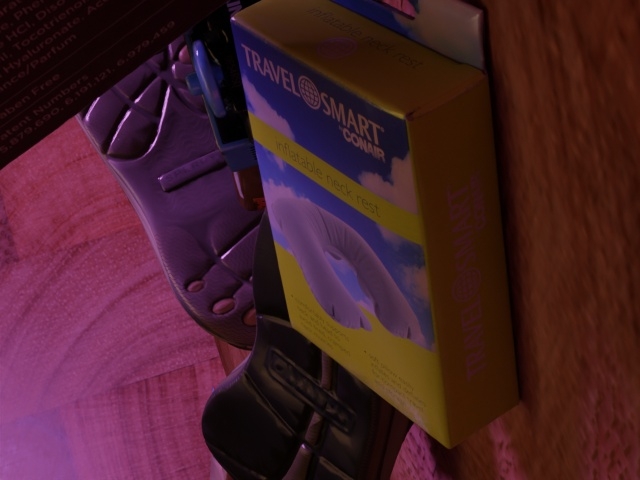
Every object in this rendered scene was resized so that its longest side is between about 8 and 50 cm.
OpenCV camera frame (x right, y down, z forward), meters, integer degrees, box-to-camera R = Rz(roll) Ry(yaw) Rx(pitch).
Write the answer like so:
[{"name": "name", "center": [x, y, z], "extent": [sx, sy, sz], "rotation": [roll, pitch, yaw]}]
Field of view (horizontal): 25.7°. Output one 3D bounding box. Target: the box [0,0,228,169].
[{"name": "box", "center": [-0.125, -0.160, 0.454], "extent": [0.168, 0.167, 0.203], "rotation": [53, 177, 25]}]

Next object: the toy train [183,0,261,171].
[{"name": "toy train", "center": [-0.048, -0.130, 0.765], "extent": [0.105, 0.080, 0.184], "rotation": [83, 169, -78]}]

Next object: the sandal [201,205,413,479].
[{"name": "sandal", "center": [0.015, 0.071, 0.741], "extent": [0.120, 0.086, 0.303], "rotation": [41, 141, 20]}]

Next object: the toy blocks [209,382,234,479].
[{"name": "toy blocks", "center": [-0.005, 0.279, 1.065], "extent": [0.261, 0.190, 0.381], "rotation": [97, 158, -43]}]

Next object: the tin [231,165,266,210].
[{"name": "tin", "center": [-0.054, -0.112, 0.919], "extent": [0.106, 0.040, 0.190], "rotation": [131, 128, -78]}]

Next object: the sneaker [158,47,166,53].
[{"name": "sneaker", "center": [-0.143, -0.180, 0.855], "extent": [0.295, 0.109, 0.124], "rotation": [-129, 28, -70]}]

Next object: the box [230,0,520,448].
[{"name": "box", "center": [0.021, -0.017, 0.534], "extent": [0.109, 0.042, 0.178], "rotation": [35, 146, 43]}]

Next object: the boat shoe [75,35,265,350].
[{"name": "boat shoe", "center": [-0.108, -0.067, 1.079], "extent": [0.130, 0.132, 0.355], "rotation": [84, 165, -69]}]
